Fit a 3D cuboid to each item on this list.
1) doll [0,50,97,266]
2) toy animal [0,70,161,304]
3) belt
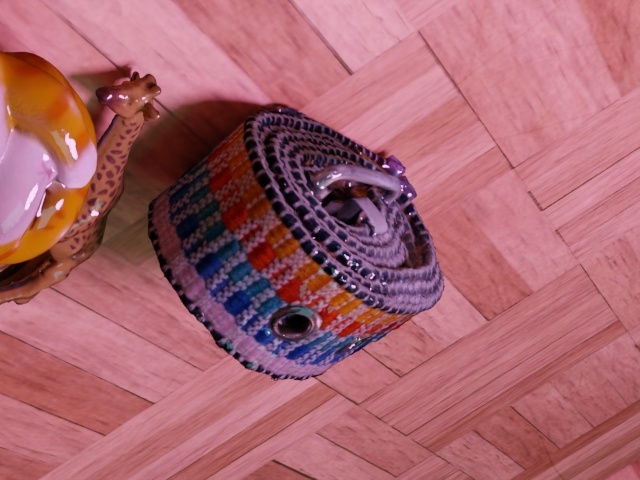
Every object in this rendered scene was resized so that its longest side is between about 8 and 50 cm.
[{"bbox_3d":[-0.249,-0.070,0.977,0.167,0.162,0.269,-61,145,-4],"label":"doll"},{"bbox_3d":[-0.207,-0.030,1.197,0.275,0.054,0.149,-36,149,19],"label":"toy animal"},{"bbox_3d":[0.000,0.000,1.280,0.160,0.207,0.295,-38,153,22],"label":"belt"}]
